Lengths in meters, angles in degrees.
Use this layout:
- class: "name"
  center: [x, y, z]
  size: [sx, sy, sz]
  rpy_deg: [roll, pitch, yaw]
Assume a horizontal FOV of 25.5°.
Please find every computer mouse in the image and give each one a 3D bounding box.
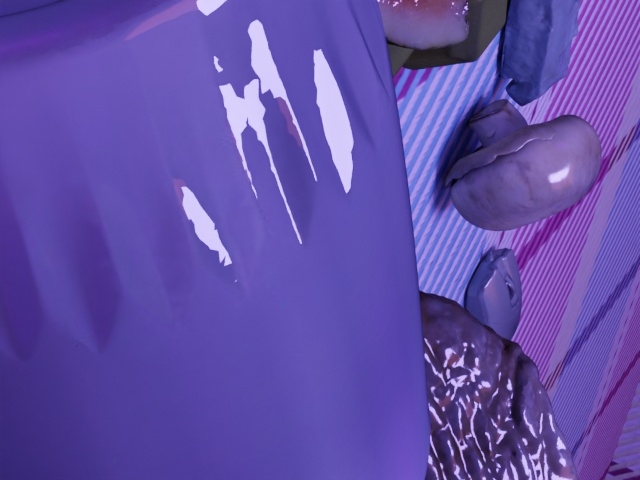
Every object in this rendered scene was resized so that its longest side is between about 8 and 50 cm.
- class: "computer mouse"
  center: [0.206, 0.077, 1.650]
  size: [0.089, 0.056, 0.181]
  rpy_deg: [-56, 157, -37]

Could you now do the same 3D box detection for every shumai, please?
- class: "shumai"
  center: [0.023, 0.168, 1.147]
  size: [0.267, 0.262, 0.314]
  rpy_deg: [-46, 109, -22]

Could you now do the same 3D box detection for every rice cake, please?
- class: "rice cake"
  center: [0.211, -0.265, 1.281]
  size: [0.066, 0.063, 0.336]
  rpy_deg: [-41, 151, -33]

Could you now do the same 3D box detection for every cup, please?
- class: "cup"
  center: [-0.084, -0.008, 0.568]
  size: [0.253, 0.253, 0.371]
  rpy_deg: [-53, 154, -32]

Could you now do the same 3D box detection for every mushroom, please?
- class: "mushroom"
  center: [0.192, -0.078, 1.356]
  size: [0.154, 0.122, 0.154]
  rpy_deg: [-27, -179, 1]

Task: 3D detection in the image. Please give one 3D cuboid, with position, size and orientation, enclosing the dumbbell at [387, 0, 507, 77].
- class: "dumbbell"
  center: [0.015, -0.100, 0.908]
  size: [0.302, 0.121, 0.108]
  rpy_deg: [-53, -175, -33]

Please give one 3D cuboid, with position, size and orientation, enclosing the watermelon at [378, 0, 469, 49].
- class: "watermelon"
  center: [0.025, -0.200, 0.796]
  size: [0.119, 0.063, 0.245]
  rpy_deg: [-33, 122, -18]
